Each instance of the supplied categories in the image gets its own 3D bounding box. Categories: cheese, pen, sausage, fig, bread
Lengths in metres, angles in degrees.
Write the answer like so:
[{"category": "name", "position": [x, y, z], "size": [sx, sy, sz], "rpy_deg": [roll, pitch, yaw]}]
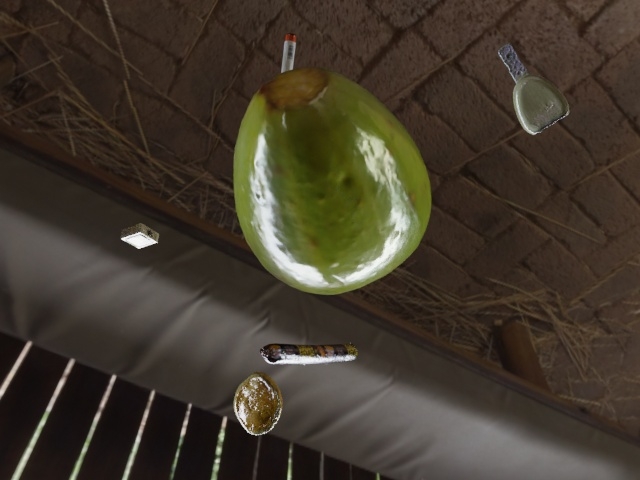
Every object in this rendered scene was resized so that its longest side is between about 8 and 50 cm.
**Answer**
[{"category": "cheese", "position": [0.429, -0.320, 1.111], "size": [0.097, 0.037, 0.192], "rpy_deg": [-31, 91, 19]}, {"category": "pen", "position": [-0.080, -0.339, 1.196], "size": [0.028, 0.028, 0.239], "rpy_deg": [7, 90, -5]}, {"category": "sausage", "position": [-0.008, 0.140, 0.669], "size": [0.025, 0.028, 0.198], "rpy_deg": [-9, 165, 35]}, {"category": "fig", "position": [0.004, -0.074, 0.678], "size": [0.258, 0.258, 0.326], "rpy_deg": [-14, 151, 11]}, {"category": "bread", "position": [-0.113, 0.292, 0.963], "size": [0.110, 0.110, 0.024], "rpy_deg": [-32, 154, 23]}]

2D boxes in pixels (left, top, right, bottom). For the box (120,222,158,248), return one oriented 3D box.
[{"category": "box", "position": [-0.549, -0.014, 1.636], "size": [0.083, 0.035, 0.079], "rpy_deg": [-16, 149, 21]}]
